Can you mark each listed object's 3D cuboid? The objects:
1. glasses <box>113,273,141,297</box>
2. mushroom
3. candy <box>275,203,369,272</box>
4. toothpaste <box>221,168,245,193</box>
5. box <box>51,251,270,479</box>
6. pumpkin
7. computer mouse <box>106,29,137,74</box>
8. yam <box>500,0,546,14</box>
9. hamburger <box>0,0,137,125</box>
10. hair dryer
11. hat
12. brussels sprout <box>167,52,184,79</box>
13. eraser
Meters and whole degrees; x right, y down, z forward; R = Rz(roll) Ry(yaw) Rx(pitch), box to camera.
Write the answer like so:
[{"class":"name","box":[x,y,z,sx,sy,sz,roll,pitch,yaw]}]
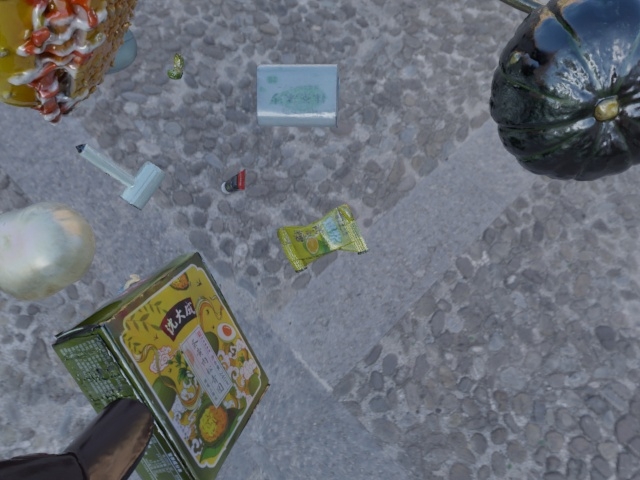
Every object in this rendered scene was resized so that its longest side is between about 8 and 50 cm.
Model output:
[{"class":"glasses","box":[-0.524,0.231,1.352,0.190,0.088,0.220,38,99,-27]},{"class":"mushroom","box":[-0.684,0.028,1.185,0.260,0.234,0.253,26,85,12]},{"class":"candy","box":[0.000,0.000,1.628,0.297,0.081,0.187,-21,103,23]},{"class":"toothpaste","box":[-0.295,-0.199,1.645,0.045,0.194,0.071,3,87,-28]},{"class":"box","box":[-0.313,0.282,1.059,0.138,0.373,0.420,-20,103,22]},{"class":"pumpkin","box":[0.309,-0.176,0.545,0.221,0.220,0.161,20,37,1]},{"class":"computer mouse","box":[-0.684,-0.528,1.249,0.371,0.188,0.121,6,46,-22]},{"class":"yam","box":[0.292,-0.333,0.671,0.116,0.021,0.021,32,67,10]},{"class":"hamburger","box":[-0.230,-0.246,0.409,0.152,0.295,0.227,25,49,-8]},{"class":"hair dryer","box":[-0.543,-0.194,1.274,0.073,0.236,0.131,26,80,46]},{"class":"hat","box":[-0.328,0.272,0.454,0.209,0.238,0.336,37,28,-19]},{"class":"brussels sprout","box":[-0.465,-0.560,1.540,0.046,0.051,0.083,20,81,3]},{"class":"eraser","box":[-0.062,-0.406,1.333,0.227,0.081,0.173,2,95,6]}]
